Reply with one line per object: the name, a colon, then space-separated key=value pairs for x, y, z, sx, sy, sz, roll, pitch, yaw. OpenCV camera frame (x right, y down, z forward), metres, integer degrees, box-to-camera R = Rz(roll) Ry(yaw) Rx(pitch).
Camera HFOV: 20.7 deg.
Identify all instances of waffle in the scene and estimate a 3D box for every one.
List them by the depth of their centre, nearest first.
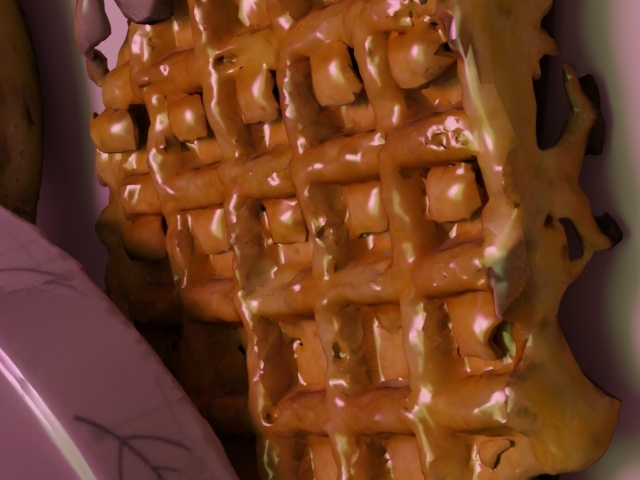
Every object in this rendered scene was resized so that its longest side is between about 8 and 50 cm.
waffle: x=0.002 y=-0.001 z=0.577 sx=0.262 sy=0.060 sz=0.280 roll=49 pitch=133 yaw=29

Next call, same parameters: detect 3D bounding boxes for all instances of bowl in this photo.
bowl: x=-0.145 y=0.138 z=0.657 sx=0.287 sy=0.144 sz=0.287 roll=33 pitch=138 yaw=37

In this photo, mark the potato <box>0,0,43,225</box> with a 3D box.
potato: x=-0.171 y=-0.086 z=0.742 sx=0.117 sy=0.090 sz=0.225 roll=-35 pitch=73 yaw=64
